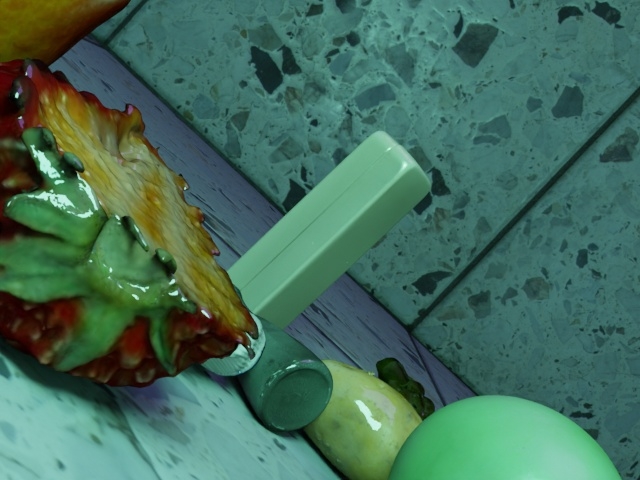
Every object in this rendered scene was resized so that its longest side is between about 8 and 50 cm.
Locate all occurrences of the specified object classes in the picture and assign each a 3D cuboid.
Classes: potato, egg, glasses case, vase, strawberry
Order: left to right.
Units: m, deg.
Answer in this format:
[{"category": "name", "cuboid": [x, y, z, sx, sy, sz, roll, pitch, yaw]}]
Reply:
[{"category": "strawberry", "cuboid": [-0.189, -0.016, 0.678, 0.253, 0.150, 0.280, 48, 7, -41]}, {"category": "vase", "cuboid": [-0.072, 0.115, 1.006, 0.086, 0.086, 0.214, 40, 1, -39]}, {"category": "glasses case", "cuboid": [0.000, 0.000, 1.180, 0.070, 0.313, 0.131, 49, 6, 21]}, {"category": "potato", "cuboid": [0.045, 0.202, 1.011, 0.178, 0.109, 0.118, 39, 24, 13]}, {"category": "egg", "cuboid": [0.169, 0.256, 0.857, 0.220, 0.220, 0.270, 42, 3, -19]}]

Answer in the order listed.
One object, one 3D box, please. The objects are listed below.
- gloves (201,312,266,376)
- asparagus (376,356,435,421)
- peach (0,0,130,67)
[{"category": "gloves", "cuboid": [-0.141, 0.063, 0.851, 0.119, 0.097, 0.229, 5, -14, 37]}, {"category": "asparagus", "cuboid": [0.143, 0.268, 1.526, 0.080, 0.080, 0.287, 42, 1, -12]}, {"category": "peach", "cuboid": [-0.300, -0.227, 0.653, 0.307, 0.289, 0.289, 17, -5, 19]}]
